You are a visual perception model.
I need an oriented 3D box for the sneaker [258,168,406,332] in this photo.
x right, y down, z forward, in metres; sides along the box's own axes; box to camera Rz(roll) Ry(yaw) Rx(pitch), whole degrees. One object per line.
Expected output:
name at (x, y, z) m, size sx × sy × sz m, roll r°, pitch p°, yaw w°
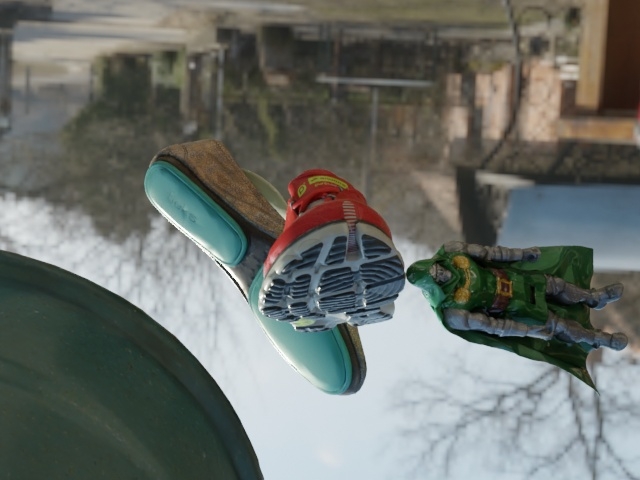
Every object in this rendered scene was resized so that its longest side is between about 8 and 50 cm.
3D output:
sneaker at (0.000, 0.000, 1.001) m, size 0.107 × 0.118 × 0.279 m, roll -10°, pitch 169°, yaw -2°

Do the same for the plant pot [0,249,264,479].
plant pot at (-0.199, 0.218, 0.574) m, size 0.341 × 0.341 × 0.334 m, roll 2°, pitch -159°, yaw 0°

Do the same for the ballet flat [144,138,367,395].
ballet flat at (-0.041, 0.013, 1.323) m, size 0.106 × 0.316 × 0.107 m, roll -29°, pitch 165°, yaw -46°

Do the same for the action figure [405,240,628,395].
action figure at (0.165, 0.049, 1.123) m, size 0.232 × 0.137 × 0.063 m, roll 12°, pitch 155°, yaw -34°
